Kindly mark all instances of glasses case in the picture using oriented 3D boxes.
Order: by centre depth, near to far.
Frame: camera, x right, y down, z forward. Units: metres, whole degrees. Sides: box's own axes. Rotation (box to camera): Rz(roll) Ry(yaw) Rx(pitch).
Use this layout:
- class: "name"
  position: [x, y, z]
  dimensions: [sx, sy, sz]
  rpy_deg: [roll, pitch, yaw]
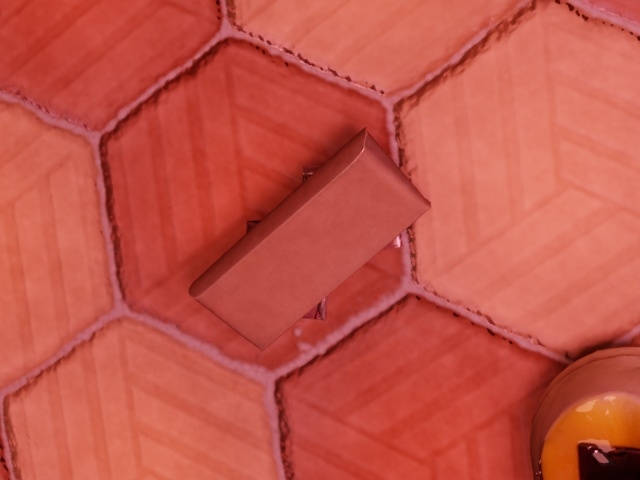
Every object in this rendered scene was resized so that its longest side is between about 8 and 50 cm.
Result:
- class: "glasses case"
  position: [0.000, 0.000, 1.252]
  dimensions: [0.193, 0.070, 0.102]
  rpy_deg: [-41, 116, 19]

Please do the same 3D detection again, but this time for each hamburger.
- class: "hamburger"
  position: [0.243, 0.184, 1.189]
  dimensions: [0.173, 0.116, 0.210]
  rpy_deg: [-4, 105, 27]
